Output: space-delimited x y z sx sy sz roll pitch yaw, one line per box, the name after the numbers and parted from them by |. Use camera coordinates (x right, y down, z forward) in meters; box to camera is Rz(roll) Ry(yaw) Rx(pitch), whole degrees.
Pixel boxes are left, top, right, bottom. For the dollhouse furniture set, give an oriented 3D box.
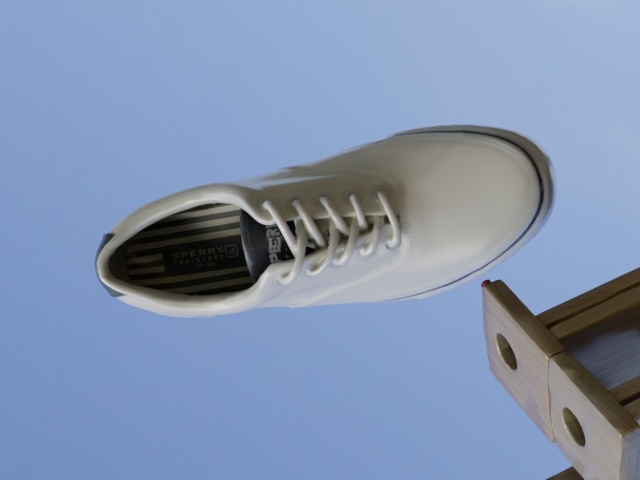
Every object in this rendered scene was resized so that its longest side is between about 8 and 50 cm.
0.174 0.098 0.895 0.129 0.183 0.129 -23 -138 -15 | dollhouse furniture set

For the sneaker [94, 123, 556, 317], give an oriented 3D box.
0.000 0.000 0.935 0.091 0.258 0.094 -23 -82 -72 | sneaker
